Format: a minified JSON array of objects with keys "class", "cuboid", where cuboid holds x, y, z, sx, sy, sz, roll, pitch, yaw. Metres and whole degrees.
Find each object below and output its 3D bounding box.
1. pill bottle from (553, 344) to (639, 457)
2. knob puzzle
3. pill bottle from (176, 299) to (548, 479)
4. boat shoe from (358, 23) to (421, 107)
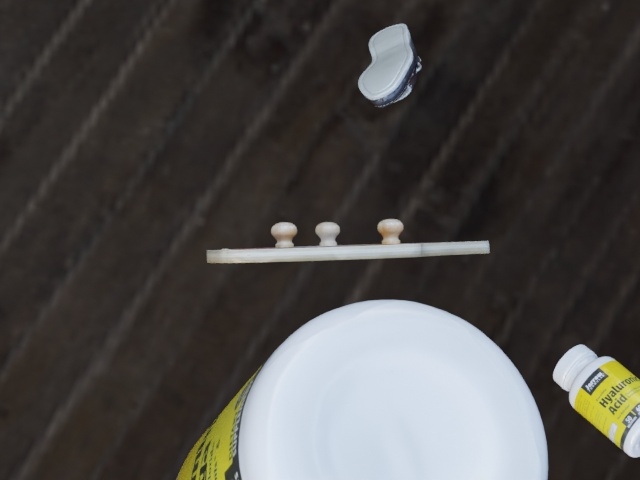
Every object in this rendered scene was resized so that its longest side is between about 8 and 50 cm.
[{"class":"pill bottle","cuboid":[0.287,0.156,1.894,0.065,0.116,0.065,-31,143,-27]},{"class":"knob puzzle","cuboid":[0.000,0.000,1.432,0.213,0.213,0.030,-2,91,-44]},{"class":"pill bottle","cuboid":[0.005,0.174,1.252,0.188,0.334,0.188,6,68,-14]},{"class":"boat shoe","cuboid":[0.057,-0.130,1.498,0.046,0.125,0.038,-23,114,12]}]
